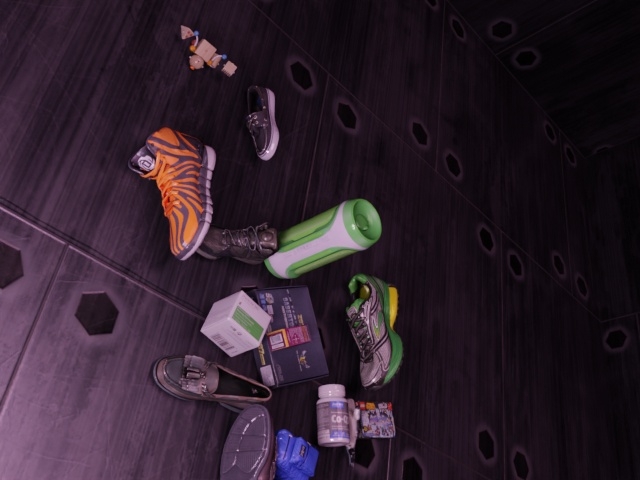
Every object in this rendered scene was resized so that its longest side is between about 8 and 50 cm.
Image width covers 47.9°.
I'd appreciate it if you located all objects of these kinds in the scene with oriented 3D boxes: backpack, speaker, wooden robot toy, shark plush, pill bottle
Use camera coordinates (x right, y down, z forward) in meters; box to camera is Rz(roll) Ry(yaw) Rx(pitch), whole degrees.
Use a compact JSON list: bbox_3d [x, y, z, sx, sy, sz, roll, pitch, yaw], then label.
[{"bbox_3d":[-0.070,0.467,1.576,0.120,0.101,0.098,42,38,-25],"label":"backpack"},{"bbox_3d":[0.000,0.000,1.733,0.131,0.297,0.131,25,54,-40],"label":"speaker"},{"bbox_3d":[-0.301,-0.461,1.826,0.173,0.076,0.079,37,82,-33],"label":"wooden robot toy"},{"bbox_3d":[0.082,0.474,1.789,0.067,0.073,0.161,47,26,-71],"label":"shark plush"},{"bbox_3d":[0.030,0.420,1.732,0.078,0.078,0.137,21,56,-42],"label":"pill bottle"}]

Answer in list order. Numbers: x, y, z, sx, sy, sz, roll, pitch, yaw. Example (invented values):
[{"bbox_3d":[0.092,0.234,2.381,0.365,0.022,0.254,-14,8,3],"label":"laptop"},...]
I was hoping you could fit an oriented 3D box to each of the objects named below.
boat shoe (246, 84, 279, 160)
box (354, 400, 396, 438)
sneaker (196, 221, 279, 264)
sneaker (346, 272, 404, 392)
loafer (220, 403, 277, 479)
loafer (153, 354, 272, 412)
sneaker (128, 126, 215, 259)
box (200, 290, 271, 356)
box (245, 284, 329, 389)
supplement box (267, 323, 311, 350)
[{"bbox_3d":[-0.161,-0.315,1.887,0.076,0.080,0.228,20,56,-36],"label":"boat shoe"},{"bbox_3d":[0.139,0.468,1.876,0.137,0.027,0.093,14,60,-45],"label":"box"},{"bbox_3d":[-0.184,-0.004,1.660,0.228,0.130,0.087,15,59,-43],"label":"sneaker"},{"bbox_3d":[0.123,0.242,1.913,0.146,0.134,0.343,26,44,-31],"label":"sneaker"},{"bbox_3d":[-0.145,0.497,1.489,0.095,0.109,0.302,47,45,-52],"label":"loafer"},{"bbox_3d":[-0.217,0.291,1.503,0.268,0.084,0.096,28,52,-38],"label":"loafer"},{"bbox_3d":[-0.334,-0.113,1.564,0.180,0.125,0.321,27,42,-34],"label":"sneaker"},{"bbox_3d":[-0.185,0.184,1.583,0.101,0.102,0.087,46,41,-23],"label":"box"},{"bbox_3d":[-0.082,0.227,1.714,0.183,0.059,0.232,1,71,-50],"label":"box"},{"bbox_3d":[-0.071,0.221,1.638,0.083,0.055,0.043,-5,76,-47],"label":"supplement box"}]
